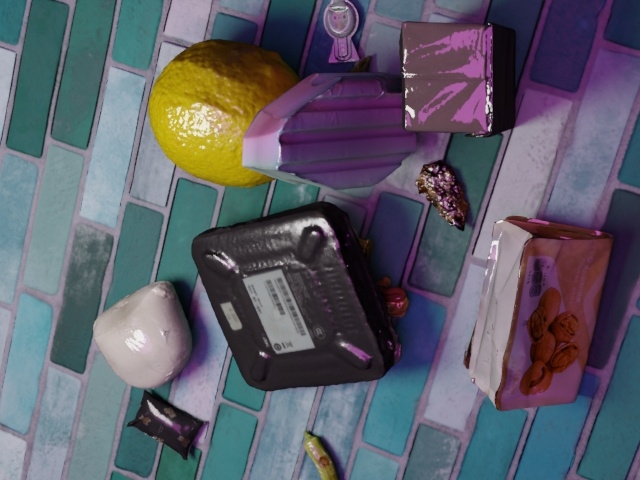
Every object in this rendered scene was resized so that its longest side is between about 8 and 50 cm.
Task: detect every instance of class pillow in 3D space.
[{"bbox_3d":[-0.320,0.381,2.135,0.150,0.048,0.090,27,116,8],"label":"pillow"}]

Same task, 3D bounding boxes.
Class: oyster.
[{"bbox_3d":[0.229,-0.084,1.869,0.132,0.029,0.086,39,109,10],"label":"oyster"}]

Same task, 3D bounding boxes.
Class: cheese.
[{"bbox_3d":[-0.345,0.197,2.054,0.198,0.154,0.189,-30,95,21],"label":"cheese"},{"bbox_3d":[0.039,-0.385,1.879,0.067,0.026,0.121,-2,100,20],"label":"cheese"}]

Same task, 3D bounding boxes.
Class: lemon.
[{"bbox_3d":[-0.156,-0.224,1.850,0.322,0.268,0.268,15,105,20],"label":"lemon"}]

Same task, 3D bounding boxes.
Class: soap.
[{"bbox_3d":[0.024,-0.186,1.759,0.109,0.324,0.193,15,108,46],"label":"soap"}]

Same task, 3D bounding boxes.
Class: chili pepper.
[{"bbox_3d":[0.012,0.474,2.044,0.049,0.043,0.208,-15,96,8],"label":"chili pepper"}]

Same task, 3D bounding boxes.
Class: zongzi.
[{"bbox_3d":[0.070,-0.260,1.881,0.119,0.055,0.109,-33,91,10],"label":"zongzi"}]

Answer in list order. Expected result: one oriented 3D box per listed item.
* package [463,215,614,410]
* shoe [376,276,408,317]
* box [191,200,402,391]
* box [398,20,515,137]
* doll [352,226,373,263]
[{"bbox_3d":[0.364,0.120,1.817,0.165,0.221,0.311,30,116,54],"label":"package"},{"bbox_3d":[0.112,0.102,1.925,0.109,0.072,0.069,28,146,17],"label":"shoe"},{"bbox_3d":[-0.051,0.118,1.921,0.350,0.091,0.359,-14,106,33],"label":"box"},{"bbox_3d":[0.233,-0.269,1.713,0.153,0.252,0.188,3,102,19],"label":"box"},{"bbox_3d":[0.000,0.000,1.937,0.207,0.081,0.129,16,95,17],"label":"doll"}]
